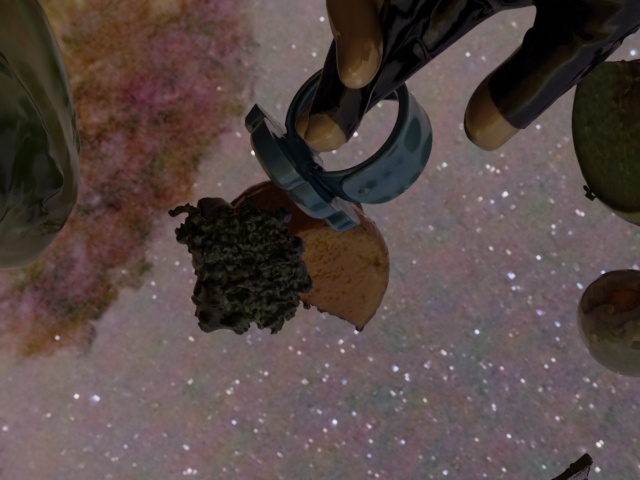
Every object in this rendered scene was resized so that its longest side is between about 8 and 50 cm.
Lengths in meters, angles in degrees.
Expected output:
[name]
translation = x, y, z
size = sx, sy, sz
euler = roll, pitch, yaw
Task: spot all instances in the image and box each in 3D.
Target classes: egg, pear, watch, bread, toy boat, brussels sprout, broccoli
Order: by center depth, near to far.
[brussels sprout]
translation = -0.378, -0.118, 0.690
size = 0.315, 0.371, 0.275
euler = -42, -131, 22
[toy boat]
translation = 0.253, 0.282, 0.870
size = 0.115, 0.063, 0.016
euler = -28, -128, -13
[watch]
translation = 0.029, -0.131, 0.962
size = 0.193, 0.211, 0.211
euler = -36, -155, 11
[pear]
translation = 0.531, -0.124, 1.006
size = 0.342, 0.318, 0.238
euler = -139, -126, -71
[broccoli]
translation = -0.115, 0.003, 1.008
size = 0.146, 0.164, 0.304
euler = -15, -159, -13
[bread]
translation = 0.000, 0.000, 1.309
size = 0.179, 0.340, 0.194
euler = -49, -138, 12
[egg]
translation = 0.551, 0.153, 1.372
size = 0.183, 0.217, 0.183
euler = -23, -140, 20

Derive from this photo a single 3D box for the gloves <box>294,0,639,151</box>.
[gloves]
translation = 0.100, -0.157, 0.454
size = 0.301, 0.197, 0.152
euler = -42, -153, 9
